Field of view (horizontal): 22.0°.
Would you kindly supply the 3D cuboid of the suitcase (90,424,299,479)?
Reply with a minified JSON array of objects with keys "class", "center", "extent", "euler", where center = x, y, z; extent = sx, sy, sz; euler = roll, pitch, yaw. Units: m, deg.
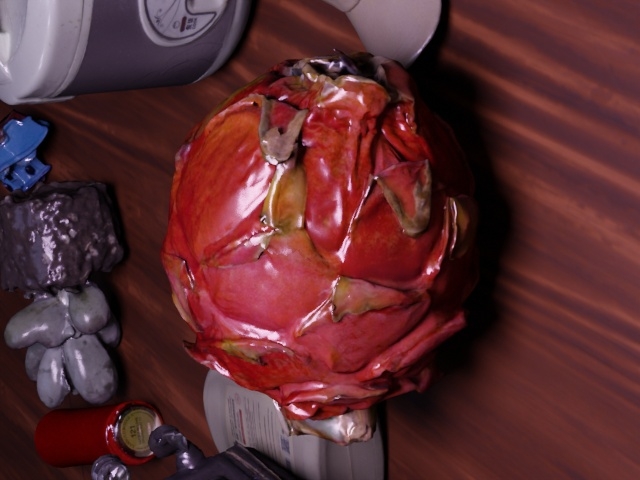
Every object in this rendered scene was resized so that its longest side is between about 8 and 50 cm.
[{"class":"suitcase","center":[-0.036,0.382,1.491],"extent":[0.283,0.194,0.434],"euler":[22,135,66]}]

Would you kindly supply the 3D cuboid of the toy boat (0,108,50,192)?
[{"class":"toy boat","center":[-0.402,-0.104,2.146],"extent":[0.097,0.100,0.223],"euler":[46,155,-11]}]

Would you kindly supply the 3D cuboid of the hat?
[{"class":"hat","center":[0.018,-0.224,1.424],"extent":[0.166,0.144,0.173],"euler":[128,148,-52]}]

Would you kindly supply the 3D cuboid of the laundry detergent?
[{"class":"laundry detergent","center":[-0.040,0.184,1.634],"extent":[0.253,0.091,0.181],"euler":[19,124,54]}]

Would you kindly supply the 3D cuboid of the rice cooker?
[{"class":"rice cooker","center":[-0.231,-0.284,1.649],"extent":[0.288,0.277,0.288],"euler":[16,109,54]}]

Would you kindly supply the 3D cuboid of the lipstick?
[{"class":"lipstick","center":[-0.275,0.240,2.029],"extent":[0.241,0.080,0.080],"euler":[-14,85,57]}]

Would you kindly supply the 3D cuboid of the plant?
[{"class":"plant","center":[-0.307,0.066,1.974],"extent":[0.146,0.149,0.274],"euler":[20,117,55]}]

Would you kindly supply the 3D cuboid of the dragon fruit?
[{"class":"dragon fruit","center":[0.000,0.000,1.367],"extent":[0.277,0.277,0.342],"euler":[23,119,53]}]
